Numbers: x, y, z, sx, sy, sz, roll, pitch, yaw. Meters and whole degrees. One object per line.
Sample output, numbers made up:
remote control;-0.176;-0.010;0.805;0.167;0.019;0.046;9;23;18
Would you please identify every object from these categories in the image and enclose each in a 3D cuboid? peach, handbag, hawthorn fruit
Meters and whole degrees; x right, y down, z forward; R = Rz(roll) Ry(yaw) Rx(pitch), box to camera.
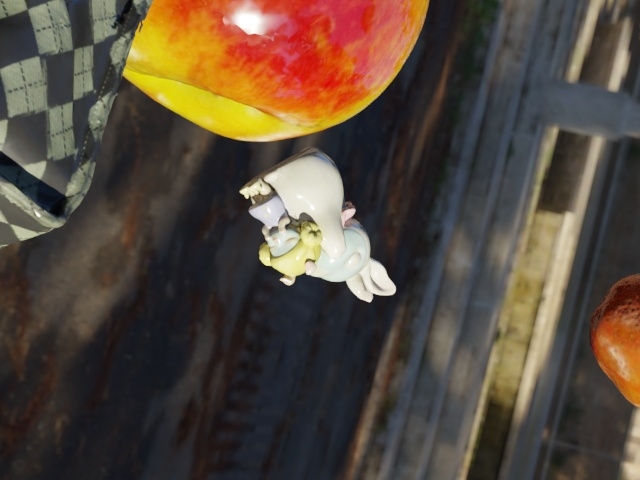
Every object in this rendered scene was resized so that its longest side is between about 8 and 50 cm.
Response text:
peach;-0.060;-0.299;1.317;0.388;0.388;0.388;13;90;-78
handbag;-0.346;-0.116;1.019;0.180;0.416;0.316;43;44;-37
hawthorn fruit;0.327;0.097;1.246;0.133;0.138;0.132;-37;148;-28

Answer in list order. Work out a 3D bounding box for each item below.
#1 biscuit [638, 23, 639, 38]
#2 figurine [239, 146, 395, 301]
biscuit;0.398;-0.196;1.102;0.182;0.215;0.034;7;76;-37
figurine;0.000;0.000;1.733;0.235;0.127;0.155;60;32;-6
